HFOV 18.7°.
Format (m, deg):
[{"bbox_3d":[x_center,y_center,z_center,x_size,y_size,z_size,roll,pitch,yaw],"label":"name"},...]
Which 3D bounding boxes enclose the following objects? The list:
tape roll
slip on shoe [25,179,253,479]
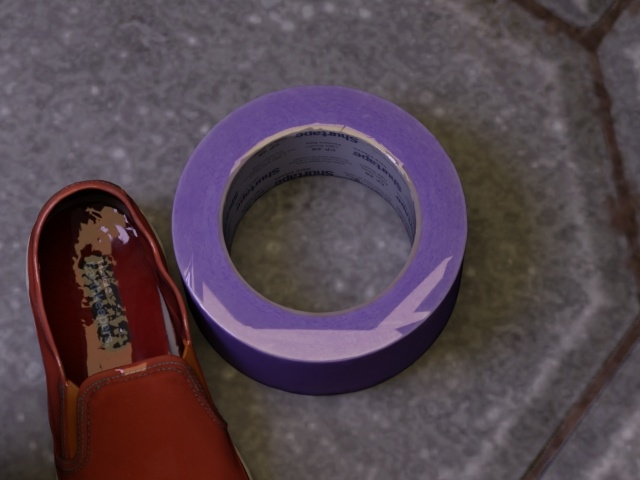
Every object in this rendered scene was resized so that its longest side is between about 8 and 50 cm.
[{"bbox_3d":[0.000,0.000,1.259,0.189,0.080,0.189,0,71,0],"label":"tape roll"},{"bbox_3d":[-0.114,0.111,1.210,0.123,0.101,0.331,-15,72,-6],"label":"slip on shoe"}]
